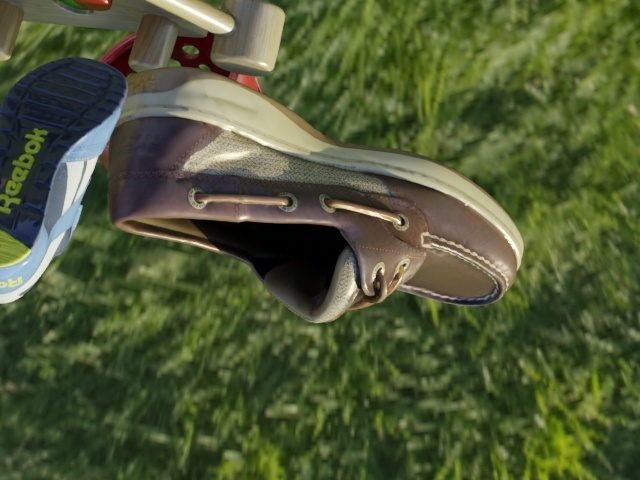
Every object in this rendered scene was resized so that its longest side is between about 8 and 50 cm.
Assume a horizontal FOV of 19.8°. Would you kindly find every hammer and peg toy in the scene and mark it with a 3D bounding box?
[{"bbox_3d":[-0.215,-0.250,1.631,0.361,0.266,0.127,8,75,29],"label":"hammer and peg toy"}]

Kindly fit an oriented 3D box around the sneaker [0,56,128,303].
[{"bbox_3d":[-0.139,-0.031,0.898,0.053,0.144,0.059,19,144,10],"label":"sneaker"}]

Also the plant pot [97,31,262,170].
[{"bbox_3d":[-0.144,-0.115,1.957,0.191,0.191,0.174,-20,138,7],"label":"plant pot"}]

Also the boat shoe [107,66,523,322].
[{"bbox_3d":[0.000,0.000,1.216,0.342,0.123,0.123,24,148,-39],"label":"boat shoe"}]
